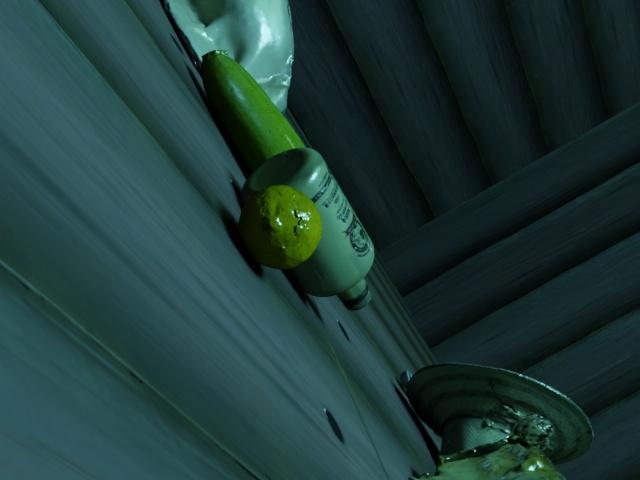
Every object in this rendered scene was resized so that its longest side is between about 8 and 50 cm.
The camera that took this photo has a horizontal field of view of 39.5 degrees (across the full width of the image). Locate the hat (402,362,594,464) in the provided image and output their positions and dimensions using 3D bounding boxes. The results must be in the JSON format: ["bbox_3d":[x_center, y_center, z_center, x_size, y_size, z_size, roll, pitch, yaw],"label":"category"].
[{"bbox_3d":[0.211,0.267,1.133,0.252,0.252,0.110,56,44,-39],"label":"hat"}]

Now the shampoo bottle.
[{"bbox_3d":[0.000,0.000,0.794,0.162,0.079,0.079,58,5,-29],"label":"shampoo bottle"}]

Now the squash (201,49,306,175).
[{"bbox_3d":[-0.062,-0.108,0.903,0.201,0.066,0.066,59,4,10],"label":"squash"}]

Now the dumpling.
[{"bbox_3d":[-0.110,-0.252,1.055,0.172,0.142,0.247,9,48,-37],"label":"dumpling"}]

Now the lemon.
[{"bbox_3d":[-0.029,-0.010,0.654,0.062,0.062,0.083,60,6,4],"label":"lemon"}]

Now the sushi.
[{"bbox_3d":[0.161,0.265,0.763,0.291,0.139,0.131,-107,-174,-66],"label":"sushi"}]

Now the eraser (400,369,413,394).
[{"bbox_3d":[0.131,0.213,1.270,0.099,0.019,0.027,52,23,-55],"label":"eraser"}]
